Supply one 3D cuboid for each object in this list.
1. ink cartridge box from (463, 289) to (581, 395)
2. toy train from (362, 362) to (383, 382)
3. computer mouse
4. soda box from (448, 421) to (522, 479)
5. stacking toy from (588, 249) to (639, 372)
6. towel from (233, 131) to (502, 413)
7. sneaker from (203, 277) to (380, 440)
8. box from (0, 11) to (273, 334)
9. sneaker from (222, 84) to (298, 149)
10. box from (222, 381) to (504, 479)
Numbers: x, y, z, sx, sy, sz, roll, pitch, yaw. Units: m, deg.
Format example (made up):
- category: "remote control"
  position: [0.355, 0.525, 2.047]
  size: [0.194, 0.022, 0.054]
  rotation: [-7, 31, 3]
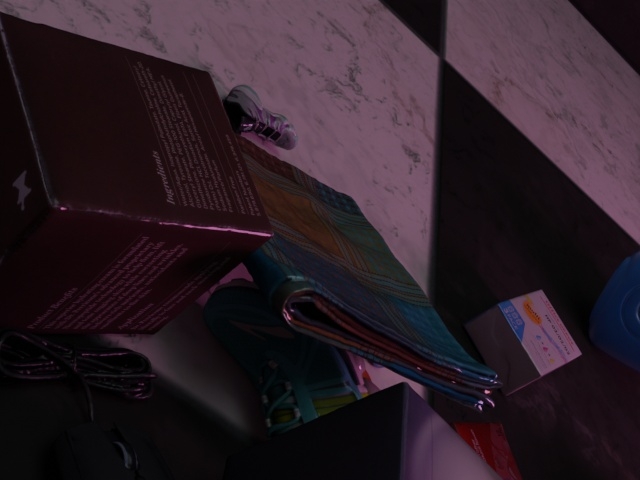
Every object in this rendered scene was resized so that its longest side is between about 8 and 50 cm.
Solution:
- category: "ink cartridge box"
  position: [0.273, 0.127, 1.245]
  size: [0.181, 0.061, 0.104]
  rotation: [-9, 66, -55]
- category: "toy train"
  position: [0.049, 0.126, 0.973]
  size: [0.125, 0.046, 0.166]
  rotation: [34, 36, -27]
- category: "computer mouse"
  position: [-0.164, 0.167, 0.645]
  size: [0.184, 0.060, 0.262]
  rotation: [21, 43, -41]
- category: "soda box"
  position: [0.162, 0.307, 0.892]
  size: [0.083, 0.092, 0.263]
  rotation: [11, 50, -45]
- category: "stacking toy"
  position: [0.554, 0.136, 1.535]
  size: [0.166, 0.175, 0.302]
  rotation: [32, 3, 29]
- category: "towel"
  position: [0.000, 0.000, 0.921]
  size: [0.271, 0.040, 0.370]
  rotation: [28, 17, -35]
- category: "sneaker"
  position: [-0.007, 0.149, 0.833]
  size: [0.275, 0.107, 0.110]
  rotation: [50, 44, 0]
- category: "box"
  position: [-0.180, -0.038, 0.725]
  size: [0.203, 0.168, 0.167]
  rotation: [8, 53, -49]
- category: "sneaker"
  position: [-0.075, -0.129, 1.082]
  size: [0.098, 0.038, 0.069]
  rotation: [39, 34, -3]
- category: "box"
  position: [0.068, 0.312, 0.644]
  size: [0.294, 0.183, 0.296]
  rotation: [45, 31, -27]
